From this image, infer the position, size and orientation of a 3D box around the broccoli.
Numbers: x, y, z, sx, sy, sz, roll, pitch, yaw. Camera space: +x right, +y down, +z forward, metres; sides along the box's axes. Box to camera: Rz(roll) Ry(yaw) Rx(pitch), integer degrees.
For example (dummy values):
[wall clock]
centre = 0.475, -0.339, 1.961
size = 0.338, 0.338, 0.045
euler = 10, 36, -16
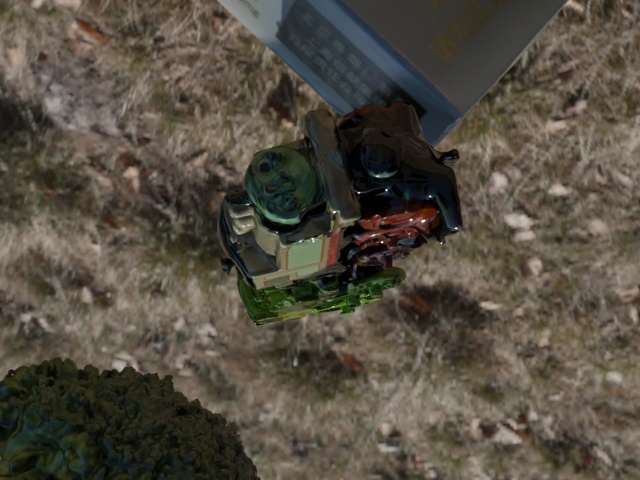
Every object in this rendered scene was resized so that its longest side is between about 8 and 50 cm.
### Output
[broccoli]
centre = -0.138, 0.215, 0.783
size = 0.235, 0.259, 0.288
euler = -23, 121, 27

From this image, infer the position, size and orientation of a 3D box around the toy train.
[toy train]
centre = 0.000, 0.000, 0.450
size = 0.085, 0.053, 0.249
euler = -12, 171, -6

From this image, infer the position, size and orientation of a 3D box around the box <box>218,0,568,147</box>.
[box]
centre = 0.004, -0.169, 0.496
size = 0.243, 0.155, 0.067
euler = 42, 150, -1
